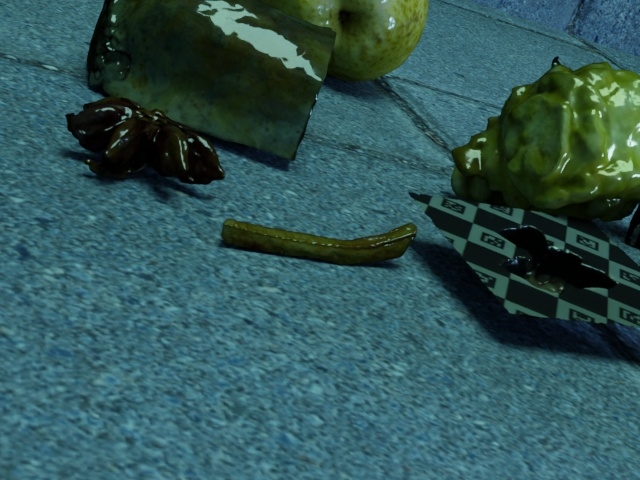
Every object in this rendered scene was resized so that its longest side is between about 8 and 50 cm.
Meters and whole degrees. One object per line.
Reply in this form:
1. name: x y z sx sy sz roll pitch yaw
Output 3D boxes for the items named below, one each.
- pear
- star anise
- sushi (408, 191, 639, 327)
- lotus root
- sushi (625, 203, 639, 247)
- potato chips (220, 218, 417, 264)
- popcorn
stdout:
1. pear: 0.031 -0.347 1.741 0.271 0.271 0.271 19 20 -7
2. star anise: -0.159 -0.093 1.112 0.167 0.057 0.168 18 21 -7
3. sushi: 0.216 0.039 1.166 0.231 0.047 0.220 7 27 -26
4. lotus root: -0.124 -0.220 1.358 0.260 0.149 0.267 20 17 -5
5. sushi: 0.429 -0.015 1.507 0.083 0.056 0.085 24 21 8
6. potato chips: 0.000 0.000 1.070 0.204 0.037 0.026 2 17 -31
7. popcorn: 0.275 -0.109 1.361 0.266 0.192 0.233 -12 4 3
